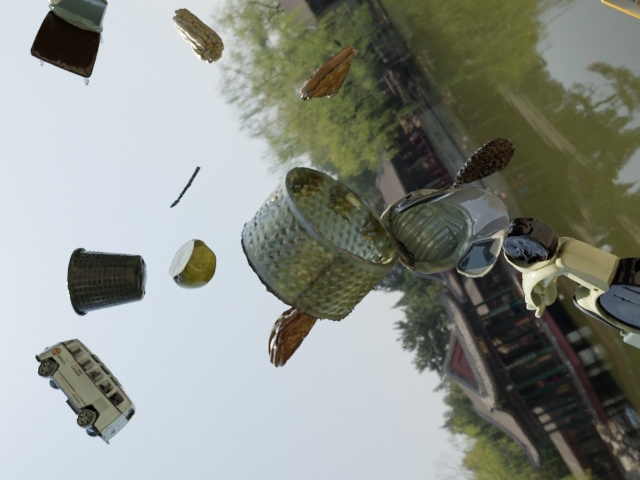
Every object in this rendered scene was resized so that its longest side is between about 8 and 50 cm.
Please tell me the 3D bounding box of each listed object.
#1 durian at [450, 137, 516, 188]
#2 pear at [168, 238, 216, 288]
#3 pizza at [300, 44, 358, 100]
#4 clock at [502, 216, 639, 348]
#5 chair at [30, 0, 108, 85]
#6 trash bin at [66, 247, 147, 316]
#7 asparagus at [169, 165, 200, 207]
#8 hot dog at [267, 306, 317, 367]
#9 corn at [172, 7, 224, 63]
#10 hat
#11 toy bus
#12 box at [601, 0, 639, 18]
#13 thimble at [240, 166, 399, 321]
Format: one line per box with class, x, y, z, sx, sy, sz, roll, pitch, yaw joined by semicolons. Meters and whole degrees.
durian;0.273;-0.134;0.848;0.052;0.130;0.066;53;179;-9
pear;-0.342;0.072;1.382;0.104;0.141;0.141;39;-156;-30
pizza;0.021;-0.419;1.304;0.052;0.185;0.195;51;-177;5
clock;0.557;0.098;1.047;0.378;0.120;0.277;26;156;24
chair;-0.678;-0.556;1.366;0.160;0.186;0.319;21;176;-24
trash bin;-0.532;0.101;1.278;0.175;0.160;0.176;178;90;-85
asparagus;-0.346;-0.132;1.287;0.016;0.163;0.016;53;-144;13
hot dog;-0.105;0.310;1.741;0.114;0.259;0.175;45;159;-10
corn;-0.348;-0.581;1.430;0.211;0.087;0.087;49;-173;31
hat;0.258;-0.039;1.049;0.232;0.275;0.161;37;-122;-14
toy bus;-0.399;0.248;0.855;0.194;0.089;0.087;41;150;17
box;0.712;-0.503;0.935;0.273;0.221;0.091;30;-138;6
thimble;0.000;0.000;0.937;0.270;0.150;0.271;32;-153;-18
